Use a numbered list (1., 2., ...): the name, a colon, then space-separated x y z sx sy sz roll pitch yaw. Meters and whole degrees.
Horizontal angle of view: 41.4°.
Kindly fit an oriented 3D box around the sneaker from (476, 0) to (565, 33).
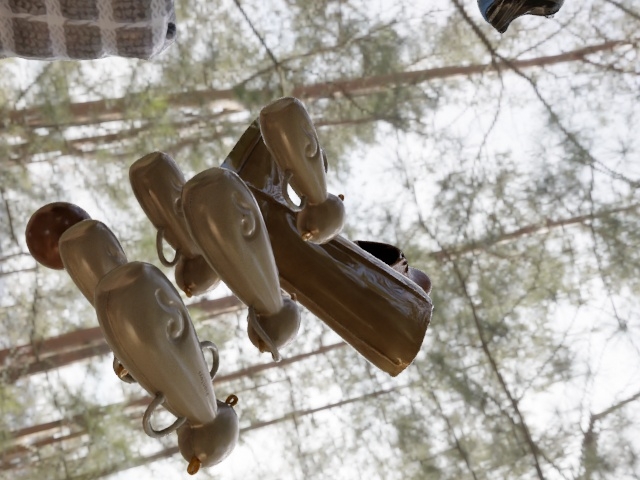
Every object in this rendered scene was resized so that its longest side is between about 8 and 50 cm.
1. sneaker: 0.296 -0.328 1.084 0.078 0.188 0.067 58 16 -23

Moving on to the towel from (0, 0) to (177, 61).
1. towel: -0.157 -0.166 0.225 0.283 0.235 0.121 97 -27 -47

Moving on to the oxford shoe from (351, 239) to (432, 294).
1. oxford shoe: 0.094 0.043 1.119 0.076 0.212 0.076 -43 -123 25

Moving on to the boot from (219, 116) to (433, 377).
1. boot: 0.000 0.000 0.924 0.089 0.270 0.236 -52 -173 39

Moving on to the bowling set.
1. bowling set: -0.111 0.022 0.651 0.200 0.287 0.154 -1 -55 34
